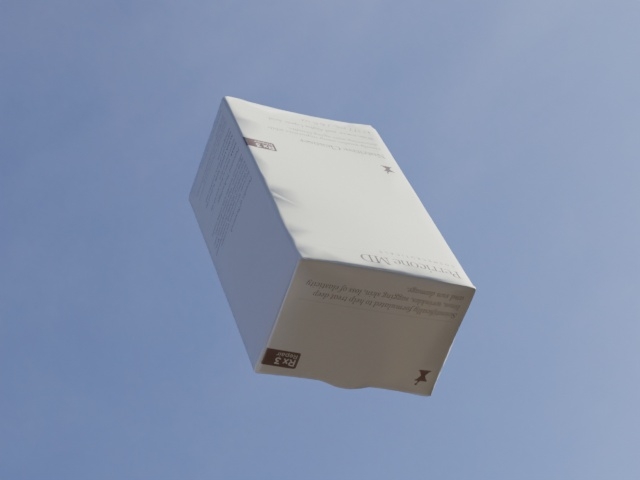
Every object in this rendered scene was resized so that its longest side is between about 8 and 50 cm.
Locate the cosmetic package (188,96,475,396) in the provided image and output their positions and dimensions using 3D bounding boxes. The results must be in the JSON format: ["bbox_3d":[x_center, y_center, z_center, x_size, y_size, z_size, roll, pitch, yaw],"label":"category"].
[{"bbox_3d":[0.000,0.000,1.720,0.217,0.385,0.156,9,-64,-24],"label":"cosmetic package"}]
